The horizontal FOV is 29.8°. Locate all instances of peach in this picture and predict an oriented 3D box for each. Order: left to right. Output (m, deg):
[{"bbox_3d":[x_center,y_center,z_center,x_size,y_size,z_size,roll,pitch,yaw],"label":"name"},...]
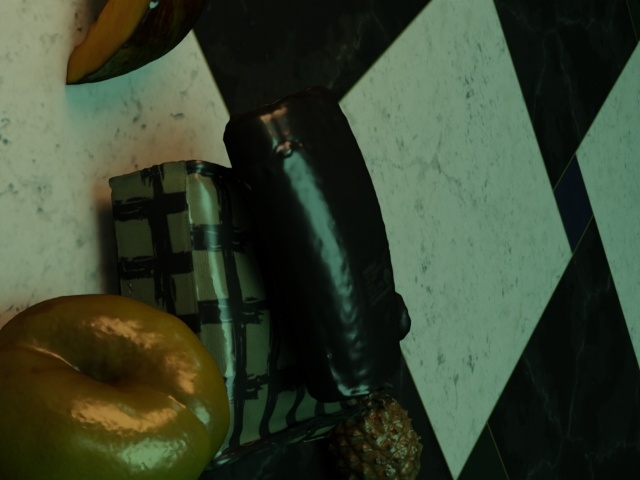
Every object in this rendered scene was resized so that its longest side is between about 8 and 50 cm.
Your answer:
[{"bbox_3d":[-0.208,0.155,1.116,0.251,0.251,0.153,-48,146,-47],"label":"peach"}]

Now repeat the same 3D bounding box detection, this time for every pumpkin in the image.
[{"bbox_3d":[-0.159,-0.297,1.318,0.169,0.148,0.312,21,73,-49],"label":"pumpkin"}]

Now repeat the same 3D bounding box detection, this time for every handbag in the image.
[{"bbox_3d":[-0.088,0.081,1.370,0.327,0.162,0.325,1,83,-58],"label":"handbag"}]

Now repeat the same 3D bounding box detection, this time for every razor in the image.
[{"bbox_3d":[0.004,0.001,1.299,0.189,0.107,0.327,-38,113,-61],"label":"razor"}]

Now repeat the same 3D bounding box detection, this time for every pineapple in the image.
[{"bbox_3d":[0.054,0.211,1.608,0.128,0.128,0.248,-34,112,-52],"label":"pineapple"}]
